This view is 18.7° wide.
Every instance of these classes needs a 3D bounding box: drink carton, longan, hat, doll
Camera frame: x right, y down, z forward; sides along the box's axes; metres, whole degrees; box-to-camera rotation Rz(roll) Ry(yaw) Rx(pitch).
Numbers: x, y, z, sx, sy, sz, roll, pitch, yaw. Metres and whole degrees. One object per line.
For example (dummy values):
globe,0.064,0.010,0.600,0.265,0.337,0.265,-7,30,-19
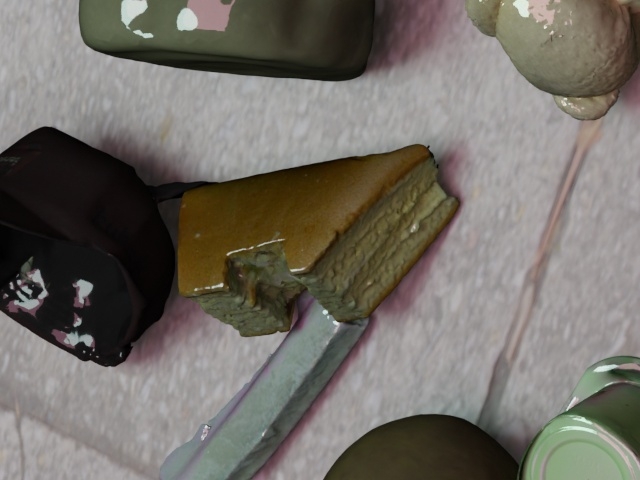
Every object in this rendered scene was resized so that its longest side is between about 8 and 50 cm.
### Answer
drink carton,0.248,0.189,1.662,0.146,0.142,0.144,36,111,19
longan,0.093,0.276,1.715,0.248,0.248,0.248,4,100,26
hat,-0.257,-0.046,1.827,0.238,0.336,0.209,-5,57,43
doll,0.263,-0.235,1.583,0.278,0.149,0.175,-35,116,30

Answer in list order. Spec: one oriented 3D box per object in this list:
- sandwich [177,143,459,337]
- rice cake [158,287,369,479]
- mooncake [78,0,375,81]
sandwich,0.000,0.000,1.753,0.235,0.122,0.128,-13,56,22
rice cake,-0.059,0.157,1.863,0.081,0.051,0.290,46,113,24
mooncake,-0.077,-0.214,1.701,0.275,0.275,0.135,9,91,25
